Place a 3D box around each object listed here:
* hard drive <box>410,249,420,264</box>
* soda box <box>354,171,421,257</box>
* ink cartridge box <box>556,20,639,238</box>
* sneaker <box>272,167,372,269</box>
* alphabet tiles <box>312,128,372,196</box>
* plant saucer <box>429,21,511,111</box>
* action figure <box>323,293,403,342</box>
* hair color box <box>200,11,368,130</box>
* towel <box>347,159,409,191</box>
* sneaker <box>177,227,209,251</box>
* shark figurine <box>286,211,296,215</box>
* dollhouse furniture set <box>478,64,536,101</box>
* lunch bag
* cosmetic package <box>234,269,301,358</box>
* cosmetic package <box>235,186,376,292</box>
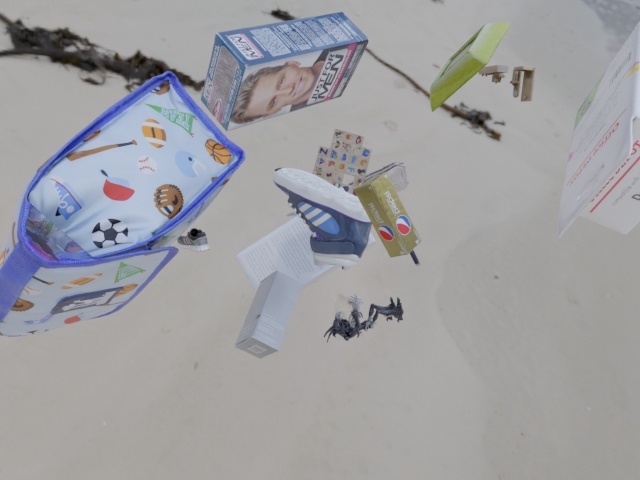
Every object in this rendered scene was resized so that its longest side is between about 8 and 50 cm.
[{"bbox_3d":[0.393,0.061,2.202,0.094,0.022,0.135,65,9,11],"label":"hard drive"},{"bbox_3d":[0.151,-0.056,1.162,0.061,0.058,0.181,-39,105,-36],"label":"soda box"},{"bbox_3d":[0.493,-0.159,0.819,0.119,0.207,0.354,24,55,8],"label":"ink cartridge box"},{"bbox_3d":[-0.019,-0.043,1.465,0.322,0.236,0.130,26,26,12],"label":"sneaker"},{"bbox_3d":[0.082,-0.296,1.964,0.198,0.237,0.009,15,-7,-3],"label":"alphabet tiles"},{"bbox_3d":[0.330,-0.410,1.194,0.045,0.188,0.188,40,56,-8],"label":"plant saucer"},{"bbox_3d":[0.135,0.256,1.783,0.275,0.141,0.164,-16,7,-10],"label":"action figure"},{"bbox_3d":[-0.071,-0.366,1.111,0.347,0.174,0.105,-28,71,-36],"label":"hair color box"},{"bbox_3d":[0.229,-0.218,2.144,0.282,0.187,0.049,-26,62,4],"label":"towel"},{"bbox_3d":[-0.445,-0.009,1.811,0.063,0.075,0.170,-11,16,-42],"label":"sneaker"},{"bbox_3d":[-0.002,-0.017,2.058,0.166,0.278,0.116,1,45,51],"label":"shark figurine"},{"bbox_3d":[0.706,-0.597,1.985,0.151,0.123,0.144,-2,12,-19],"label":"dollhouse furniture set"},{"bbox_3d":[-0.344,-0.030,0.826,0.239,0.327,0.385,45,43,-12],"label":"lunch bag"},{"bbox_3d":[-0.155,0.223,1.573,0.107,0.127,0.238,30,52,-20],"label":"cosmetic package"},{"bbox_3d":[-0.048,0.032,1.872,0.230,0.453,0.161,59,6,8],"label":"cosmetic package"}]
